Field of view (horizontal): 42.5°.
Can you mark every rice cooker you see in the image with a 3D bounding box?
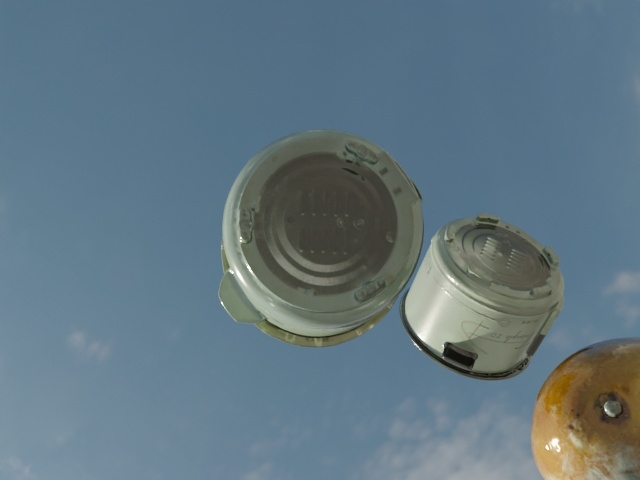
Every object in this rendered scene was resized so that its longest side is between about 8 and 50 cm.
[{"bbox_3d":[0.000,0.000,1.079,0.316,0.316,0.264,-34,-97,-21],"label":"rice cooker"},{"bbox_3d":[0.266,0.102,1.376,0.241,0.280,0.227,23,-54,5],"label":"rice cooker"}]

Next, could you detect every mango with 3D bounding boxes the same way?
[{"bbox_3d":[0.362,0.218,0.934,0.221,0.199,0.384,-48,-29,8],"label":"mango"}]
